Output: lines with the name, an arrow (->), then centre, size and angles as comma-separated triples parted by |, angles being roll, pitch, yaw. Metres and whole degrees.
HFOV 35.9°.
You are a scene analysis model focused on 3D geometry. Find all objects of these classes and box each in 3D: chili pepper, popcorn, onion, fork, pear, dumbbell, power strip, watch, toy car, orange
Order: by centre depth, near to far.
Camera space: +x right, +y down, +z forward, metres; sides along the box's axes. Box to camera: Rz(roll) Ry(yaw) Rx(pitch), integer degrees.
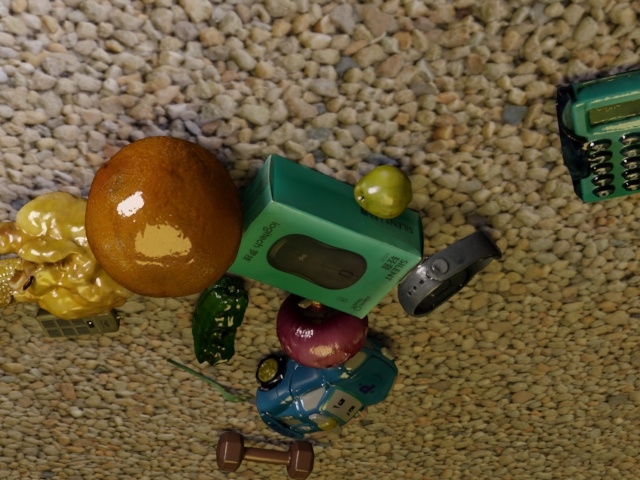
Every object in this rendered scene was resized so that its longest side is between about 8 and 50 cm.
orange -> -0.245, -0.031, 1.573 | 0.264, 0.264, 0.264 | -1, 139, -1
pear -> 0.105, -0.078, 1.653 | 0.097, 0.092, 0.092 | -10, 139, 3
popcorn -> -0.430, 0.020, 1.680 | 0.254, 0.191, 0.190 | 16, 126, -11
watch -> 0.229, 0.057, 1.758 | 0.206, 0.068, 0.193 | -31, 165, -21
onion -> 0.003, 0.155, 1.852 | 0.177, 0.177, 0.153 | 2, 107, -4
chili pepper -> -0.202, 0.166, 1.937 | 0.099, 0.083, 0.253 | 0, 144, -15
power strip -> -0.473, 0.160, 1.959 | 0.169, 0.028, 0.076 | -7, 138, 6
toy car -> 0.016, 0.311, 2.050 | 0.314, 0.166, 0.198 | -26, 137, 25
fork -> -0.242, 0.313, 2.149 | 0.235, 0.021, 0.039 | 31, 127, -32
dumbbell -> -0.131, 0.509, 2.333 | 0.231, 0.082, 0.092 | 10, 137, -13

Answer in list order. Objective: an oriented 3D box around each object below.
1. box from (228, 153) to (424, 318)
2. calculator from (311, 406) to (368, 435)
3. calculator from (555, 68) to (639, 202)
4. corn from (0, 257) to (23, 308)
box -> 0.000, 0.000, 1.717 | 0.311, 0.118, 0.205 | 21, 136, -24
calculator -> 0.026, 0.394, 2.241 | 0.175, 0.032, 0.100 | -27, 133, 26
calculator -> 0.511, -0.165, 1.583 | 0.248, 0.058, 0.274 | -10, 140, 12
corn -> -0.630, 0.091, 1.821 | 0.292, 0.101, 0.101 | -15, 138, 17
